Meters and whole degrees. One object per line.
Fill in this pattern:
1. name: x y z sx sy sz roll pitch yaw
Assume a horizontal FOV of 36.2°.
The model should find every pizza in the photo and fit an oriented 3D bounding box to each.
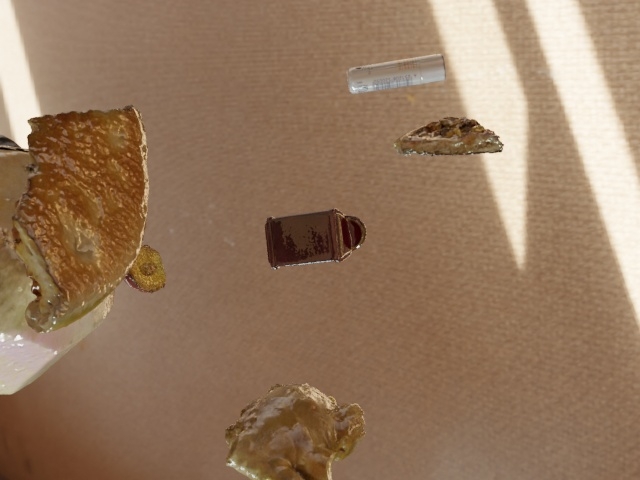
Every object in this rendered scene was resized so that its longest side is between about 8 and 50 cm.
1. pizza: -0.215 -0.032 0.881 0.056 0.134 0.271 -31 45 37
2. pizza: 0.239 -0.182 1.709 0.195 0.185 0.052 14 122 46

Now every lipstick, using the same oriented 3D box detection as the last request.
1. lipstick: 0.109 -0.241 1.421 0.040 0.141 0.040 -9 -90 -86

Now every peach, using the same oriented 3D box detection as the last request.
1. peach: -0.344 0.060 1.863 0.061 0.098 0.098 -17 84 42

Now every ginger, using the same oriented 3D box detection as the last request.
1. ginger: -0.030 0.244 1.237 0.157 0.216 0.102 17 117 21

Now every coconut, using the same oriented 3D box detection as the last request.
1. coconut: -0.462 0.043 1.318 0.352 0.352 0.352 16 110 49

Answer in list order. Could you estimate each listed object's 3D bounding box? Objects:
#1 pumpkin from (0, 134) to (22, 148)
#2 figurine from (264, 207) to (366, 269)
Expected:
1. pumpkin: -0.637 -0.157 1.794 0.183 0.107 0.119 26 121 33
2. figurine: 0.001 -0.001 1.524 0.154 0.098 0.082 -7 84 21
